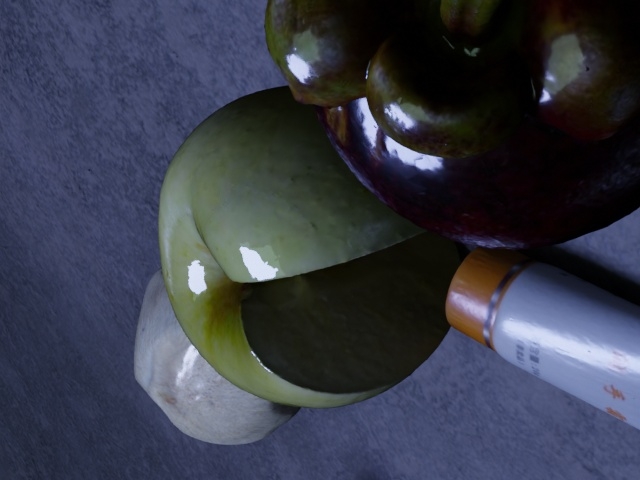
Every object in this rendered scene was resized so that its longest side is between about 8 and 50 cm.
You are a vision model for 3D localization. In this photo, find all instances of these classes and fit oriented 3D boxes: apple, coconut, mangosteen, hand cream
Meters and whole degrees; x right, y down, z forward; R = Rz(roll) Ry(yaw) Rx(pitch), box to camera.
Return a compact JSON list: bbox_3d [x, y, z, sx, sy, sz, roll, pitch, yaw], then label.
[{"bbox_3d":[0.000,0.000,1.522,0.292,0.254,0.292,32,135,38],"label":"apple"},{"bbox_3d":[-0.098,0.102,1.825,0.224,0.224,0.224,35,142,33],"label":"coconut"},{"bbox_3d":[0.123,-0.145,1.142,0.307,0.347,0.306,1,94,22],"label":"mangosteen"},{"bbox_3d":[0.253,0.102,1.431,0.314,0.089,0.139,23,137,34],"label":"hand cream"}]
